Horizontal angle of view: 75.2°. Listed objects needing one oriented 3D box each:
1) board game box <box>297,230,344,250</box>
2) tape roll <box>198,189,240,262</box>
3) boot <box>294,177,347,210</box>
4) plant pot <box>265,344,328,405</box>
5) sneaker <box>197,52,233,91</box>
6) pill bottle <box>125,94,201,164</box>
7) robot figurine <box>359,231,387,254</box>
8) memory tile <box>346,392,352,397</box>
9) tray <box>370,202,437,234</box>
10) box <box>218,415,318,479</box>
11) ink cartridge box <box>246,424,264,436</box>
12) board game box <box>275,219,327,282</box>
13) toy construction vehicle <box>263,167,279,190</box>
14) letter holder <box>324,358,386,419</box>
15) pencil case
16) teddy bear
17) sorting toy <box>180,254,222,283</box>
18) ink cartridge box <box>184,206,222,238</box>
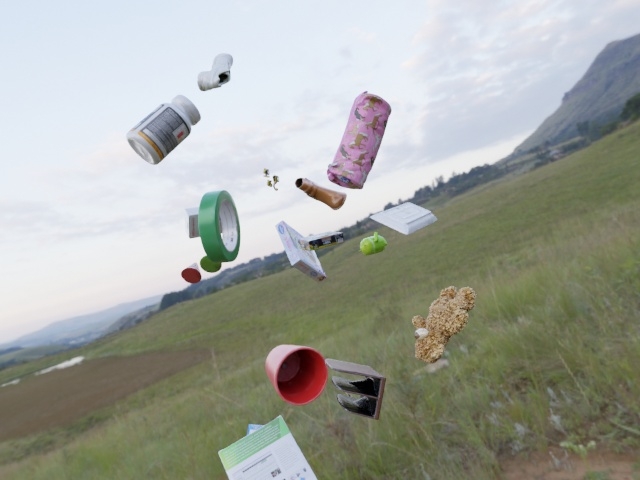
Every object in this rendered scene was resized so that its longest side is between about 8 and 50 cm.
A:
[{"bbox_3d":[0.000,0.000,1.871,0.170,0.048,0.141,-14,11,-23],"label":"board game box"},{"bbox_3d":[-0.442,-0.061,1.846,0.077,0.322,0.321,-6,-1,7],"label":"tape roll"},{"bbox_3d":[-0.001,-0.263,2.207,0.220,0.109,0.283,27,4,-29],"label":"boot"},{"bbox_3d":[-0.136,0.627,2.011,0.274,0.275,0.243,-14,5,-28],"label":"plant pot"},{"bbox_3d":[-0.244,-0.415,1.031,0.061,0.152,0.054,7,-39,17],"label":"sneaker"},{"bbox_3d":[-0.623,-0.449,1.669,0.278,0.162,0.162,-52,15,-23],"label":"pill bottle"},{"bbox_3d":[0.201,0.019,1.593,0.115,0.067,0.101,-13,-29,-34],"label":"robot figurine"},{"bbox_3d":[0.126,0.736,2.023,0.012,0.113,0.148,-38,-6,-10],"label":"memory tile"},{"bbox_3d":[0.296,-0.086,1.427,0.145,0.030,0.270,27,27,28],"label":"tray"},{"bbox_3d":[-0.147,0.739,1.283,0.232,0.059,0.322,-22,45,-23],"label":"box"},{"bbox_3d":[-0.235,0.884,1.771,0.134,0.078,0.231,13,3,-18],"label":"ink cartridge box"},{"bbox_3d":[-0.115,0.070,2.485,0.065,0.318,0.318,-36,-36,12],"label":"board game box"},{"bbox_3d":[-0.245,-0.295,2.030,0.085,0.098,0.035,22,45,28],"label":"toy construction vehicle"},{"bbox_3d":[0.110,0.573,1.643,0.214,0.152,0.302,13,-10,-3],"label":"letter holder"},{"bbox_3d":[0.160,-0.404,1.706,0.160,0.386,0.167,21,-1,27],"label":"pencil case"},{"bbox_3d":[0.454,0.296,1.569,0.338,0.113,0.245,-44,23,-8],"label":"teddy bear"},{"bbox_3d":[-0.657,0.117,2.452,0.365,0.127,0.126,-29,30,16],"label":"sorting toy"},{"bbox_3d":[-0.578,-0.099,2.090,0.190,0.140,0.082,-10,39,-30],"label":"ink cartridge box"}]
